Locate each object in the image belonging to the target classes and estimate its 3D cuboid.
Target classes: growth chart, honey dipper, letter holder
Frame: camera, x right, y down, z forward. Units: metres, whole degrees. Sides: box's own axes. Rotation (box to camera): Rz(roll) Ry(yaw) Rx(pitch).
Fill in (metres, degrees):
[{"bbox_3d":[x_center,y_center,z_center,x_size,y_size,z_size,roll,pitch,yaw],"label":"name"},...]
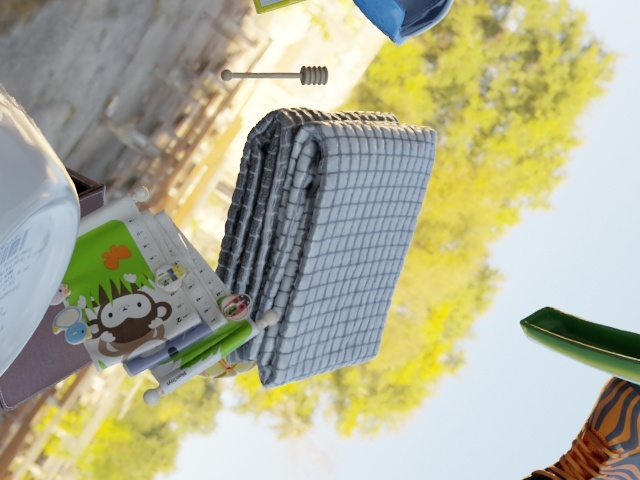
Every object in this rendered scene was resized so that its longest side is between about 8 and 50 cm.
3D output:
[{"bbox_3d":[-0.178,0.051,1.048,0.172,0.237,0.021,-38,154,-17],"label":"growth chart"},{"bbox_3d":[-0.067,-0.241,1.560,0.030,0.161,0.030,178,-90,-70],"label":"honey dipper"},{"bbox_3d":[-0.434,0.062,1.536,0.214,0.152,0.302,-34,139,-45],"label":"letter holder"}]

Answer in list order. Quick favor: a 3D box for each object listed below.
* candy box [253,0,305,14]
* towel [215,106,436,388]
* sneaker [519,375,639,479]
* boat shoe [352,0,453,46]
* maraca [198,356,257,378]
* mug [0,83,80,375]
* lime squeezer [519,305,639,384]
[{"bbox_3d":[0.030,-0.268,0.902,0.206,0.105,0.027,-17,-172,-4],"label":"candy box"},{"bbox_3d":[0.000,0.000,1.150,0.235,0.121,0.283,-7,116,-57],"label":"towel"},{"bbox_3d":[0.351,0.298,1.394,0.180,0.124,0.321,-24,140,-14],"label":"sneaker"},{"bbox_3d":[0.078,-0.203,0.710,0.089,0.109,0.258,-39,-155,25],"label":"boat shoe"},{"bbox_3d":[-0.142,0.121,1.327,0.127,0.186,0.099,101,-22,-48],"label":"maraca"},{"bbox_3d":[-0.349,-0.024,0.641,0.276,0.328,0.374,-64,175,18],"label":"mug"},{"bbox_3d":[0.098,0.008,0.237,0.059,0.110,0.310,-45,161,-17],"label":"lime squeezer"}]
